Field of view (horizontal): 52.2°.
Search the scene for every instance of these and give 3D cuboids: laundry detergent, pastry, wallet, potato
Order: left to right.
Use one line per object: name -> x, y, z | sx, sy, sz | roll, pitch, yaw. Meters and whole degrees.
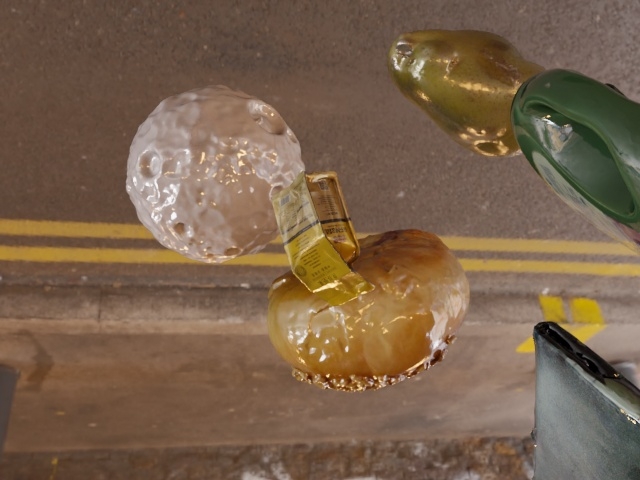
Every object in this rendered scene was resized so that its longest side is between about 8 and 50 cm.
pastry -> 0.092, 0.135, 1.243 | 0.410, 0.244, 0.409 | -16, -168, 3
potato -> 0.278, -0.278, 1.203 | 0.351, 0.218, 0.202 | 20, 125, -25
wallet -> 0.333, 0.280, 0.809 | 0.046, 0.191, 0.378 | -27, 127, -16
laundry detergent -> 0.169, -0.027, 0.325 | 0.063, 0.211, 0.137 | -42, 107, 12

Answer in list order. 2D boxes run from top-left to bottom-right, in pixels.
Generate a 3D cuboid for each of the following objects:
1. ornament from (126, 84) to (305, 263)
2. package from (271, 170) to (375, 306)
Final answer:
ornament -> -0.191, -0.132, 1.240 | 0.338, 0.336, 0.337 | -4, 151, -2
package -> 0.000, 0.000, 0.654 | 0.047, 0.131, 0.071 | -8, 167, -42
